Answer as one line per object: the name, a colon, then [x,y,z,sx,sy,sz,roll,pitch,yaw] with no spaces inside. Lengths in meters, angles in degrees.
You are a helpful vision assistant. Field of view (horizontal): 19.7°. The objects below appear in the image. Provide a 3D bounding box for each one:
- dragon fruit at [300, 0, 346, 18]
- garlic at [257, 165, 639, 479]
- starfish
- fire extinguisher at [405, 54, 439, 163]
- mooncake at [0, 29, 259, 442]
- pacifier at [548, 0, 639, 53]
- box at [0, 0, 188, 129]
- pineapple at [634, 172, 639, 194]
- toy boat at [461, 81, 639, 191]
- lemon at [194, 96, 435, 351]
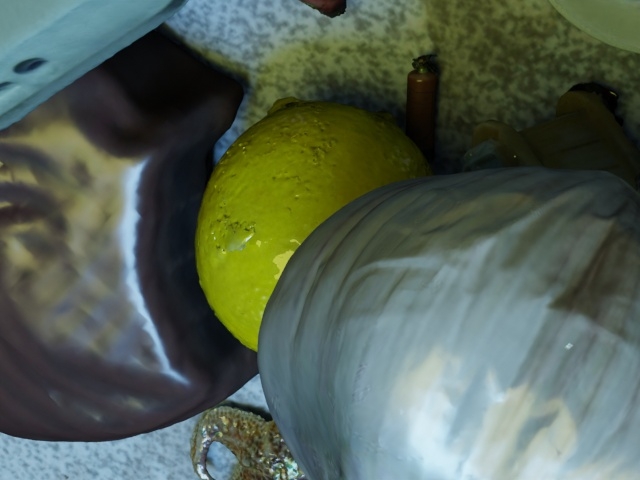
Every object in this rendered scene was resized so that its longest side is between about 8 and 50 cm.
dragon fruit: [-0.008,-0.222,1.235,0.142,0.130,0.121,25,87,11]
garlic: [0.112,0.081,1.076,0.317,0.317,0.259,38,82,3]
starfish: [-0.026,0.181,1.469,0.150,0.053,0.209,51,126,9]
fire extinguisher: [0.073,-0.095,1.305,0.028,0.022,0.083,30,127,47]
mooncake: [-0.183,0.002,1.371,0.333,0.174,0.326,33,119,7]
pacifier: [0.234,-0.228,1.078,0.227,0.207,0.279,0,114,3]
box: [-0.273,-0.253,1.233,0.396,0.111,0.397,-28,69,31]
pineapple: [0.355,0.042,1.189,0.209,0.286,0.344,1,108,64]
toy boat: [0.145,0.113,1.307,0.162,0.136,0.446,20,122,42]
lemon: [0.000,0.000,1.268,0.173,0.206,0.173,6,154,3]
